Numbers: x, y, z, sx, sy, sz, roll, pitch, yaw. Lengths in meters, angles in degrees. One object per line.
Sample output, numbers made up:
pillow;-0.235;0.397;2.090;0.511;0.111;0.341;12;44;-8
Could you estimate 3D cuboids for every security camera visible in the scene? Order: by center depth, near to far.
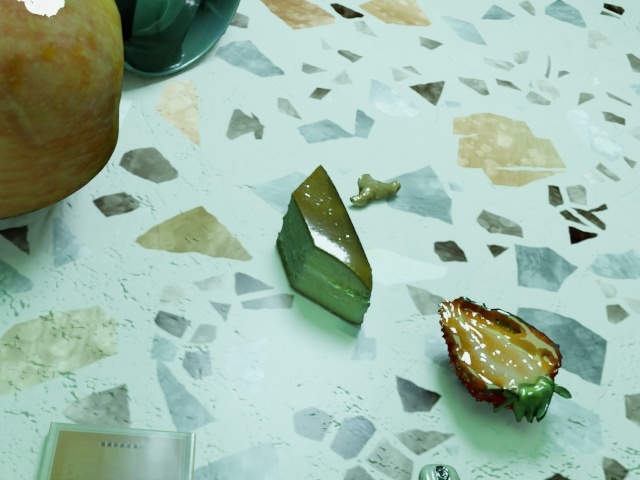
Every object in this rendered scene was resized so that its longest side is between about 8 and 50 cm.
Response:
security camera;0.144;0.300;1.045;0.058;0.058;0.092;0;38;-15

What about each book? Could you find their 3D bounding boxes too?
book;-0.224;0.304;0.954;0.170;0.018;0.241;6;44;-10

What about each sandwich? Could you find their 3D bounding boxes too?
sandwich;0.000;0.000;1.271;0.096;0.094;0.258;-1;45;-23

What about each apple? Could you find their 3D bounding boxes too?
apple;-0.429;-0.212;1.145;0.347;0.391;0.391;-9;49;-25

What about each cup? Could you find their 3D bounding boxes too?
cup;-0.339;-0.477;1.559;0.392;0.401;0.310;35;80;26

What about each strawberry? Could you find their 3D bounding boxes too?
strawberry;0.233;0.164;1.177;0.192;0.085;0.140;16;51;8

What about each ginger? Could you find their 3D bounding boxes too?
ginger;0.081;-0.084;1.424;0.097;0.030;0.048;-20;82;-28
